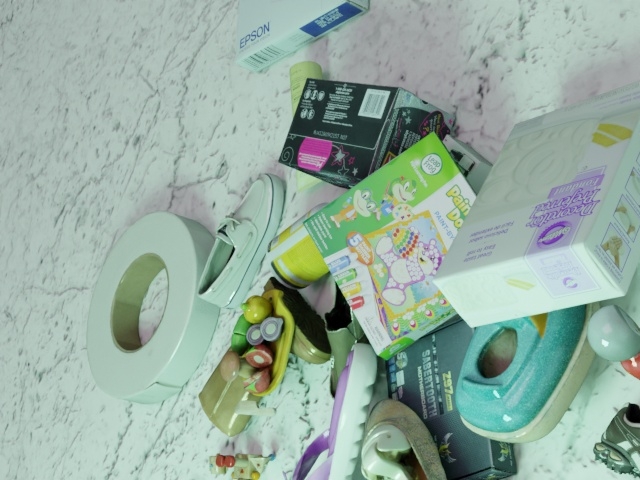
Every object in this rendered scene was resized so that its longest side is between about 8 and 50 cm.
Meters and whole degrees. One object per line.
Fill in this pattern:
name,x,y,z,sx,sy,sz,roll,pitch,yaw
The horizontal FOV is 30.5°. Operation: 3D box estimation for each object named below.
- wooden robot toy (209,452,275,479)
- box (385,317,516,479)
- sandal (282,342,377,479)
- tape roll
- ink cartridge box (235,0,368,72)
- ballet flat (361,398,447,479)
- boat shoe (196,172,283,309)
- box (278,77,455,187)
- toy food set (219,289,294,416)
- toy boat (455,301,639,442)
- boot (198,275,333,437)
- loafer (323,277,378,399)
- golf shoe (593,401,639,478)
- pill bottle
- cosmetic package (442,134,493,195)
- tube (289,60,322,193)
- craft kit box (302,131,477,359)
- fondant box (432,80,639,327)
wooden robot toy,-0.144,0.406,2.012,0.173,0.076,0.079,-11,77,48
box,0.183,0.245,1.694,0.183,0.059,0.232,-28,56,40
sandal,-0.006,0.352,1.780,0.169,0.102,0.416,76,-151,-88
tape roll,-0.338,0.134,2.355,0.392,0.072,0.392,-23,58,43
ink cartridge box,-0.039,-0.534,2.290,0.324,0.071,0.330,-22,60,44
ballet flat,0.118,0.331,1.605,0.107,0.106,0.316,-54,43,21
boat shoe,-0.155,-0.005,2.181,0.096,0.088,0.267,33,101,51
box,0.075,-0.167,1.936,0.247,0.142,0.163,16,85,50
toy food set,-0.114,0.183,1.928,0.128,0.071,0.218,5,83,54
toy boat,0.303,0.130,1.494,0.318,0.148,0.267,-3,57,54
boot,-0.093,0.228,2.018,0.269,0.089,0.236,-59,32,16
loafer,0.039,0.144,1.850,0.094,0.087,0.251,26,113,57
golf shoe,0.415,0.256,1.400,0.198,0.077,0.094,24,93,51
pill bottle,0.000,0.000,1.983,0.184,0.103,0.103,-36,49,35
cosmetic package,0.175,-0.037,1.825,0.239,0.060,0.099,-59,39,14
tube,-0.018,-0.210,2.135,0.070,0.062,0.240,96,170,-69
craft kit box,0.134,0.007,1.732,0.247,0.061,0.250,-34,66,7
fondant box,0.315,-0.051,1.518,0.238,0.096,0.330,-17,32,45
